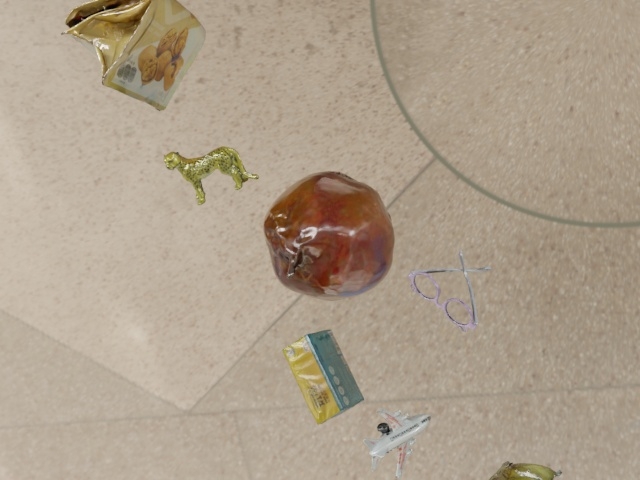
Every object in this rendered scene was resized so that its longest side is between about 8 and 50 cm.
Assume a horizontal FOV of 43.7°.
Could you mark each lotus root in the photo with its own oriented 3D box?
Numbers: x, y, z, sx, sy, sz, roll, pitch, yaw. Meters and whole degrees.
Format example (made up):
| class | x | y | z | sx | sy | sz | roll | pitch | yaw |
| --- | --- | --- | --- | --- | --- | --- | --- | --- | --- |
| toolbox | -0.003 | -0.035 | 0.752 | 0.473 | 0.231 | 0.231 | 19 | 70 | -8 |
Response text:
| class | x | y | z | sx | sy | sz | roll | pitch | yaw |
| --- | --- | --- | --- | --- | --- | --- | --- | --- | --- |
| lotus root | 0.302 | 0.429 | 1.334 | 0.203 | 0.183 | 0.078 | -37 | 78 | -13 |

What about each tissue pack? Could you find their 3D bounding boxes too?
| class | x | y | z | sx | sy | sz | roll | pitch | yaw |
| --- | --- | --- | --- | --- | --- | --- | --- | --- | --- |
| tissue pack | 0.005 | 0.275 | 1.617 | 0.082 | 0.120 | 0.169 | -31 | 78 | 22 |

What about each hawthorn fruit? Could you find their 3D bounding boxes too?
| class | x | y | z | sx | sy | sz | roll | pitch | yaw |
| --- | --- | --- | --- | --- | --- | --- | --- | --- | --- |
| hawthorn fruit | 0.008 | -0.007 | 1.807 | 0.308 | 0.325 | 0.308 | -7 | 81 | 54 |

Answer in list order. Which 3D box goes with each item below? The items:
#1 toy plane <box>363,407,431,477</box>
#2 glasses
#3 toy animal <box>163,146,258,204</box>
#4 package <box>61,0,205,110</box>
| class | x | y | z | sx | sy | sz | roll | pitch | yaw |
| --- | --- | --- | --- | --- | --- | --- | --- | --- | --- |
| toy plane | 0.164 | 0.409 | 1.676 | 0.065 | 0.171 | 0.162 | 4 | 116 | 50 |
| glasses | 0.228 | 0.073 | 1.330 | 0.140 | 0.104 | 0.062 | 38 | 144 | 19 |
| toy animal | -0.243 | -0.165 | 1.790 | 0.181 | 0.073 | 0.136 | -18 | 117 | 14 |
| package | -0.388 | -0.419 | 1.636 | 0.165 | 0.311 | 0.221 | 32 | 96 | 8 |
